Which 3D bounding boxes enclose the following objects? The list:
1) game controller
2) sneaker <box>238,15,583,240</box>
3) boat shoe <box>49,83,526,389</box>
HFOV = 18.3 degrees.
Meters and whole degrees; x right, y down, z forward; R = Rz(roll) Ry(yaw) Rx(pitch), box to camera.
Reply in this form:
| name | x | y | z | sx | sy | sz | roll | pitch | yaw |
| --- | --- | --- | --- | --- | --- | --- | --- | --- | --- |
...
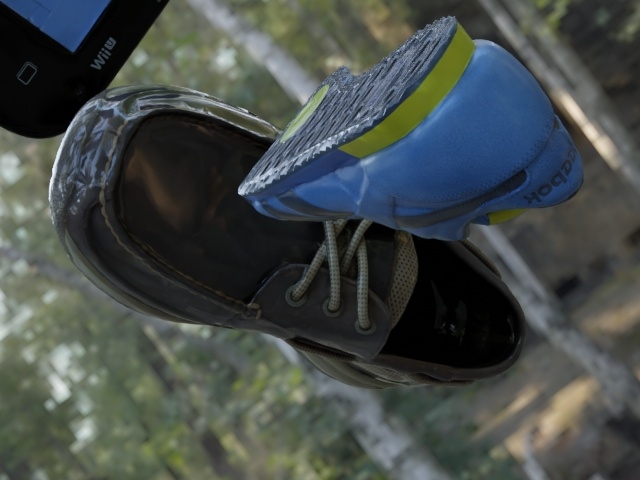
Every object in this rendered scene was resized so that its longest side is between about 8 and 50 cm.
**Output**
| name | x | y | z | sx | sy | sz | roll | pitch | yaw |
| --- | --- | --- | --- | --- | --- | --- | --- | --- | --- |
| game controller | -0.167 | -0.232 | 1.420 | 0.319 | 0.166 | 0.067 | -55 | 0 | -3 |
| sneaker | 0.031 | -0.026 | 0.765 | 0.069 | 0.082 | 0.209 | -55 | 14 | -16 |
| boat shoe | 0.000 | 0.000 | 1.119 | 0.130 | 0.132 | 0.355 | 4 | -12 | 38 |
